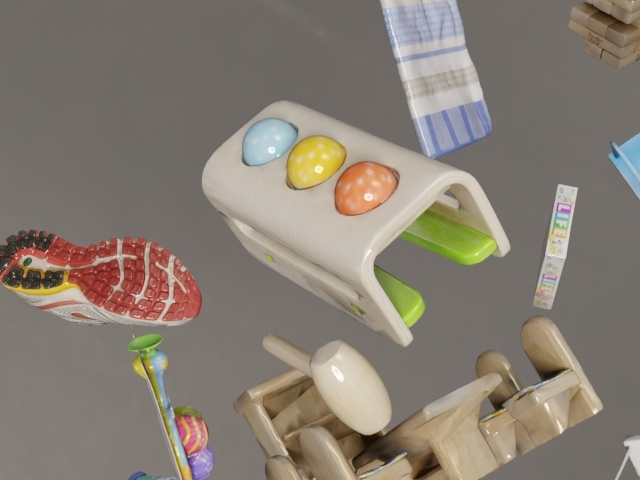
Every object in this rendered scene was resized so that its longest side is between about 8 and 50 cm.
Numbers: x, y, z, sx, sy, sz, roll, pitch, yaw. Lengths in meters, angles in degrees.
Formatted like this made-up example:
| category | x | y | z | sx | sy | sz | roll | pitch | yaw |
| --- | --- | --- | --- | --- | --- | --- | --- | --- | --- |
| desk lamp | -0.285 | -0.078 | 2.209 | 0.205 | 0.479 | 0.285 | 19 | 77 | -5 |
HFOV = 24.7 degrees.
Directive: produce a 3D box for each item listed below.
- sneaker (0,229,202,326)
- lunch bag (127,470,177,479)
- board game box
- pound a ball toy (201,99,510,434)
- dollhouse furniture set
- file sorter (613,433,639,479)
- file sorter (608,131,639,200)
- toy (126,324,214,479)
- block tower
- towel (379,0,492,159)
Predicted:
| category | x | y | z | sx | sy | sz | roll | pitch | yaw |
| --- | --- | --- | --- | --- | --- | --- | --- | --- | --- |
| sneaker | -0.225 | 0.046 | 1.527 | 0.225 | 0.088 | 0.093 | 12 | 156 | 19 |
| lunch bag | -0.234 | 0.453 | 2.122 | 0.090 | 0.176 | 0.219 | 2 | 137 | 28 |
| board game box | 0.302 | 0.010 | 1.891 | 0.026 | 0.103 | 0.154 | 11 | 154 | 7 |
| pound a ball toy | 0.000 | 0.000 | 1.223 | 0.319 | 0.208 | 0.136 | 29 | 157 | 54 |
| dollhouse furniture set | 0.077 | 0.228 | 1.868 | 0.256 | 0.362 | 0.394 | 61 | 149 | 11 |
| file sorter | 0.625 | 0.477 | 2.446 | 0.192 | 0.173 | 0.278 | -13 | 113 | 36 |
| file sorter | 0.368 | -0.087 | 1.349 | 0.118 | 0.170 | 0.104 | 57 | -172 | 13 |
| toy | -0.162 | 0.216 | 1.707 | 0.137 | 0.056 | 0.237 | -127 | 17 | -69 |
| block tower | 0.382 | -0.375 | 1.753 | 0.091 | 0.097 | 0.335 | 37 | 139 | 32 |
| towel | 0.148 | -0.255 | 1.922 | 0.034 | 0.285 | 0.209 | -13 | -175 | 29 |
